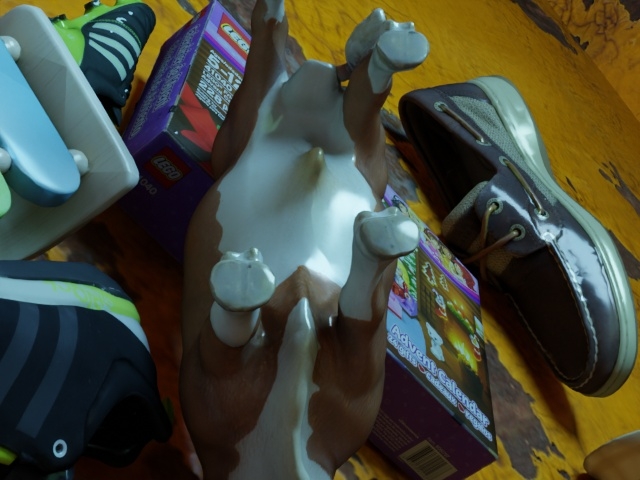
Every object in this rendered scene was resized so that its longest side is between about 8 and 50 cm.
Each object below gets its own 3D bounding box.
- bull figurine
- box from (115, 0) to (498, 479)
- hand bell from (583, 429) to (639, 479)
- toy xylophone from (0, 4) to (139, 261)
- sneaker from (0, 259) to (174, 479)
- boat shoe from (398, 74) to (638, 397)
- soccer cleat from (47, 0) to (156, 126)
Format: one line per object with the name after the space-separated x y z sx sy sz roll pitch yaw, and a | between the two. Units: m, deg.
-0.010 0.022 0.505 0.101 0.188 0.310 4 52 -9 | bull figurine
0.000 0.000 0.734 0.293 0.057 0.201 45 24 -22 | box
0.289 0.267 0.846 0.126 0.126 0.242 24 46 -45 | hand bell
-0.228 -0.072 0.437 0.236 0.081 0.323 53 24 9 | toy xylophone
-0.126 0.062 0.416 0.097 0.084 0.235 58 25 14 | sneaker
0.160 -0.010 1.014 0.123 0.123 0.342 -4 57 -25 | boat shoe
-0.138 -0.104 0.686 0.179 0.060 0.072 -62 132 -68 | soccer cleat
